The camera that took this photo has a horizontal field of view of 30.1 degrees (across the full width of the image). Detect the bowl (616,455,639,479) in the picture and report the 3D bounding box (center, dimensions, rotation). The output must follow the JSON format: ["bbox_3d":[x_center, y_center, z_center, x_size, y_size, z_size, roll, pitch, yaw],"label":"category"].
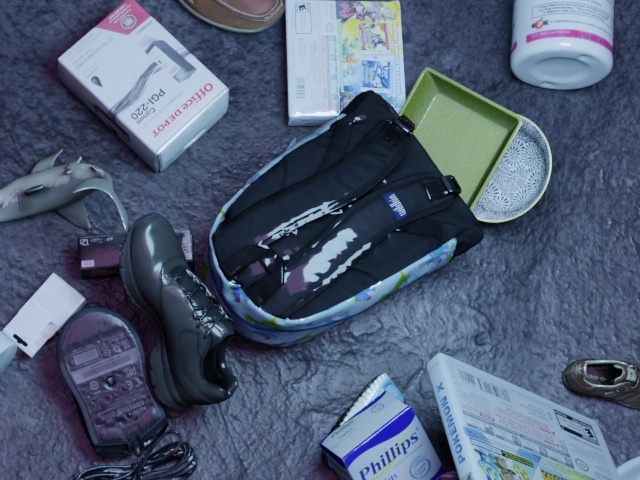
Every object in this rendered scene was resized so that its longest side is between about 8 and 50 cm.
[{"bbox_3d":[0.532,0.442,1.693,0.297,0.134,0.298,2,75,-6],"label":"bowl"}]

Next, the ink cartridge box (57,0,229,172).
[{"bbox_3d":[-0.268,-0.236,1.815,0.218,0.092,0.158,44,74,5],"label":"ink cartridge box"}]

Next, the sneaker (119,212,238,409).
[{"bbox_3d":[-0.183,0.096,1.641,0.109,0.130,0.286,-33,112,-48],"label":"sneaker"}]

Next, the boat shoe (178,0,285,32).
[{"bbox_3d":[-0.199,-0.441,1.863,0.324,0.116,0.123,33,75,5],"label":"boat shoe"}]

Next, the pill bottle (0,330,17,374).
[{"bbox_3d":[-0.549,0.108,1.659,0.245,0.136,0.136,38,73,5],"label":"pill bottle"}]

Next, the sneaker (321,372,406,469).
[{"bbox_3d":[0.065,0.271,1.724,0.073,0.063,0.162,40,74,2],"label":"sneaker"}]

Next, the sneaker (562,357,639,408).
[{"bbox_3d":[0.461,0.213,1.782,0.188,0.071,0.066,5,73,-5],"label":"sneaker"}]

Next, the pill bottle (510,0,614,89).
[{"bbox_3d":[0.390,-0.400,1.903,0.160,0.160,0.283,7,74,-5],"label":"pill bottle"}]

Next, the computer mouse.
[{"bbox_3d":[-0.299,0.228,1.695,0.188,0.072,0.272,-16,89,-13],"label":"computer mouse"}]

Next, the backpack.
[{"bbox_3d":[0.000,0.000,1.715,0.355,0.273,0.290,-35,84,-34],"label":"backpack"}]

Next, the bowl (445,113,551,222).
[{"bbox_3d":[0.286,-0.107,1.834,0.170,0.080,0.170,-4,82,28],"label":"bowl"}]

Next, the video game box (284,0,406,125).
[{"bbox_3d":[0.038,-0.282,1.887,0.187,0.048,0.205,0,74,-5],"label":"video game box"}]

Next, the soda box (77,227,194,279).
[{"bbox_3d":[-0.271,0.020,1.757,0.168,0.060,0.053,-4,73,-7],"label":"soda box"}]

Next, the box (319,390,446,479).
[{"bbox_3d":[0.089,0.308,1.679,0.126,0.072,0.137,-36,115,-15],"label":"box"}]

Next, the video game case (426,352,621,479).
[{"bbox_3d":[0.300,0.319,1.596,0.329,0.036,0.300,26,32,-31],"label":"video game case"}]

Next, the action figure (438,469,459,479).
[{"bbox_3d":[0.153,0.410,1.532,0.248,0.276,0.370,0,56,30],"label":"action figure"}]

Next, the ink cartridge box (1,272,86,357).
[{"bbox_3d":[-0.402,0.111,1.732,0.063,0.029,0.115,39,75,5],"label":"ink cartridge box"}]

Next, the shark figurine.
[{"bbox_3d":[-0.355,-0.059,1.736,0.166,0.278,0.116,-51,126,-44],"label":"shark figurine"}]

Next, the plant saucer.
[{"bbox_3d":[0.195,-0.140,1.816,0.188,0.045,0.188,33,99,28],"label":"plant saucer"}]
